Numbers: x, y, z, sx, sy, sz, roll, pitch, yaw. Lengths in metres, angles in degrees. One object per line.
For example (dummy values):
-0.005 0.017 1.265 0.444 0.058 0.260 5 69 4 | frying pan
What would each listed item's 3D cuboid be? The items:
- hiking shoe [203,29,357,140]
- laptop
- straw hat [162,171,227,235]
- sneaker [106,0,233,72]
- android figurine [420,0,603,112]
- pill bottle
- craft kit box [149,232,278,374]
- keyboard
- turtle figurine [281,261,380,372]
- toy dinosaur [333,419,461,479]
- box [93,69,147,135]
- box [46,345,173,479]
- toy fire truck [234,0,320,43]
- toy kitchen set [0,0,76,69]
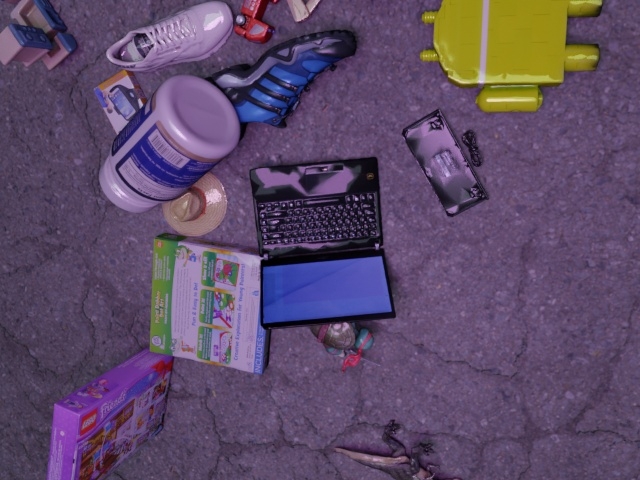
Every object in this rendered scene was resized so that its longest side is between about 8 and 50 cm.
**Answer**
-0.064 -0.270 1.009 0.304 0.113 0.132 -16 107 26 | hiking shoe
0.000 0.000 1.008 0.235 0.136 0.264 -5 102 -1 | laptop
-0.257 -0.068 1.114 0.145 0.061 0.144 3 103 13 | straw hat
-0.266 -0.361 1.031 0.235 0.095 0.090 -20 96 15 | sneaker
0.297 -0.329 0.916 0.273 0.056 0.248 1 96 13 | android figurine
-0.273 -0.157 1.007 0.265 0.153 0.153 -29 95 40 | pill bottle
-0.217 0.126 1.155 0.247 0.061 0.249 9 105 8 | craft kit box
0.230 -0.140 1.007 0.108 0.023 0.180 -28 96 24 | keyboard
0.026 0.144 1.076 0.234 0.118 0.175 29 108 11 | turtle figurine
0.161 0.431 1.139 0.268 0.064 0.118 18 113 11 | toy dinosaur
-0.372 -0.251 1.115 0.081 0.028 0.136 -25 95 17 | box
-0.399 0.346 1.121 0.057 0.293 0.200 17 106 15 | box
-0.056 -0.421 0.992 0.135 0.047 0.192 27 108 4 | toy fire truck
-0.539 -0.432 1.037 0.122 0.166 0.207 -33 94 18 | toy kitchen set
